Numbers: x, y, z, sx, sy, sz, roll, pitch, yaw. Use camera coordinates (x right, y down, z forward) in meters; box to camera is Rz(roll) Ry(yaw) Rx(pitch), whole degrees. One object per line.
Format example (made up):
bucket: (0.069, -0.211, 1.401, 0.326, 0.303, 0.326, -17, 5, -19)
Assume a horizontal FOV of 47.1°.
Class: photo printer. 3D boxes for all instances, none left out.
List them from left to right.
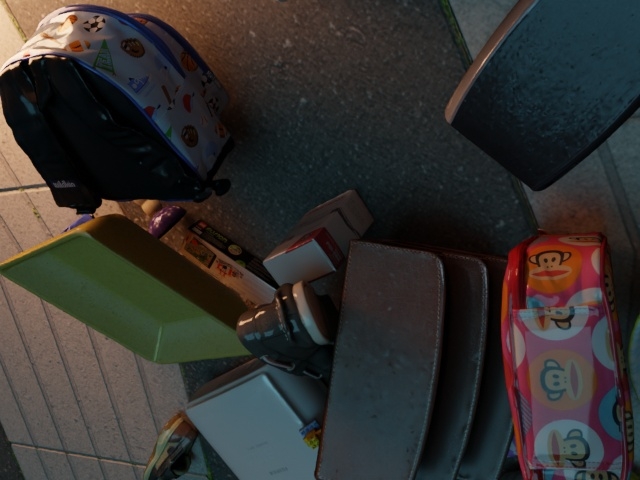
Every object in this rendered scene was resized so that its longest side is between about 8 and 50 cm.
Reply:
photo printer: (-0.056, 0.346, 1.253, 0.256, 0.107, 0.307, -30, 100, 39)

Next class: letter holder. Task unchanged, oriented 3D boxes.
letter holder: (0.138, 0.162, 0.916, 0.215, 0.152, 0.301, 10, 94, 24)

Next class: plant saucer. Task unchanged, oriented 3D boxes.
plant saucer: (-0.288, 0.075, 1.141, 0.333, 0.081, 0.333, 39, 147, -29)

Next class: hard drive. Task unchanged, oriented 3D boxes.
hard drive: (0.256, -0.177, 0.779, 0.172, 0.054, 0.254, 40, 131, 3)

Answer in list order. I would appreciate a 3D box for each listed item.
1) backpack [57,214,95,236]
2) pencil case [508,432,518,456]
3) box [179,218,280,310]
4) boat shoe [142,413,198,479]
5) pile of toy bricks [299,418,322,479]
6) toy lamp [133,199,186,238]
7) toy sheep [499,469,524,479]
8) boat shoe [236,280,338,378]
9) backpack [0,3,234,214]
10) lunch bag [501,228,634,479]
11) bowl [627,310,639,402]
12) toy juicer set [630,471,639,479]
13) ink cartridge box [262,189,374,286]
backpack: (-0.412, 0.035, 1.277, 0.098, 0.101, 0.120, -27, 106, 46)
pencil case: (0.294, 0.252, 1.010, 0.206, 0.088, 0.086, -15, 73, 36)
box: (-0.135, 0.068, 1.174, 0.207, 0.036, 0.114, 34, 130, 8)
boat shoe: (-0.298, 0.445, 1.477, 0.073, 0.080, 0.223, 33, 125, 16)
pile of toy bricks: (0.061, 0.276, 1.087, 0.212, 0.105, 0.118, -36, 100, 3)
toy lamp: (-0.329, -0.120, 1.148, 0.274, 0.080, 0.080, 46, 131, -5)
toy sheep: (0.294, 0.387, 1.088, 0.091, 0.091, 0.132, 44, 136, -1)
boat shoe: (-0.024, 0.129, 0.994, 0.096, 0.335, 0.112, -20, 70, 6)
backpack: (-0.265, -0.179, 0.958, 0.277, 0.213, 0.263, -4, 146, 30)
lunch bag: (0.287, 0.134, 0.830, 0.120, 0.258, 0.293, -4, 95, 24)
bowl: (0.478, 0.097, 0.751, 0.290, 0.156, 0.289, 14, 124, 22)
toy juicer set: (0.477, 0.395, 0.992, 0.329, 0.089, 0.209, -22, 93, 47)
ink cartridge box: (0.000, 0.000, 0.988, 0.099, 0.135, 0.056, -25, 107, 39)
